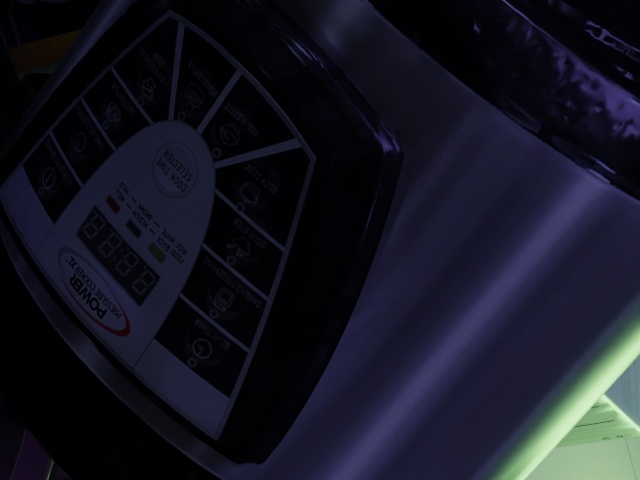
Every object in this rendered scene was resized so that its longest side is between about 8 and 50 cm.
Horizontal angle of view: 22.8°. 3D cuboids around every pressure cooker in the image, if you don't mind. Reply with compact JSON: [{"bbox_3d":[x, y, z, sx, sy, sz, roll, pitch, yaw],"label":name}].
[{"bbox_3d":[0.004,0.001,0.914,0.375,0.420,0.370,31,23,-19],"label":"pressure cooker"}]

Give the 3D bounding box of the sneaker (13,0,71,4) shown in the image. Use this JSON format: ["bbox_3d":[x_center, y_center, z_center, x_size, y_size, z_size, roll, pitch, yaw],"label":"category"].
[{"bbox_3d":[-0.188,-0.258,1.188,0.268,0.101,0.153,-33,114,-64],"label":"sneaker"}]

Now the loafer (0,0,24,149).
[{"bbox_3d":[-0.238,-0.157,1.041,0.076,0.078,0.223,-19,96,-66],"label":"loafer"}]

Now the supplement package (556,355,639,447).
[{"bbox_3d":[0.258,0.123,1.885,0.293,0.175,0.178,40,45,-55],"label":"supplement package"}]

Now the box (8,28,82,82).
[{"bbox_3d":[-0.151,-0.123,1.145,0.081,0.136,0.028,41,42,-54],"label":"box"}]

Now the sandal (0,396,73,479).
[{"bbox_3d":[-0.166,0.203,0.997,0.169,0.102,0.416,-10,87,-67],"label":"sandal"}]
